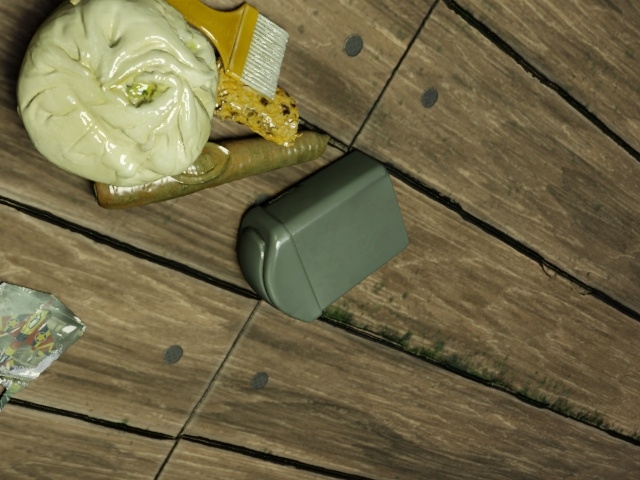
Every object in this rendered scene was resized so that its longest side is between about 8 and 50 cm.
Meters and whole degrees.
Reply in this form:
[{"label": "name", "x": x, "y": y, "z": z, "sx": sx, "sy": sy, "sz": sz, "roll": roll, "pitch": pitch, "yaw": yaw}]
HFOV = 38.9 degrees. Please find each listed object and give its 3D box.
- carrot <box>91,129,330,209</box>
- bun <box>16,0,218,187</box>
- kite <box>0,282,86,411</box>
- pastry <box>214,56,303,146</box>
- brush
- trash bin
[{"label": "carrot", "x": -0.125, "y": -0.101, "z": 1.160, "sx": 0.342, "sy": 0.070, "sz": 0.070, "roll": -16, "pitch": 122, "yaw": -28}, {"label": "bun", "x": -0.213, "y": -0.165, "z": 0.989, "sx": 0.229, "sy": 0.145, "sz": 0.229, "roll": -7, "pitch": 104, "yaw": -28}, {"label": "kite", "x": -0.411, "y": 0.167, "z": 1.143, "sx": 0.245, "sy": 0.015, "sz": 0.141, "roll": -53, "pitch": 130, "yaw": -3}, {"label": "pastry", "x": -0.085, "y": -0.174, "z": 1.137, "sx": 0.140, "sy": 0.056, "sz": 0.080, "roll": 20, "pitch": 60, "yaw": -38}, {"label": "brush", "x": -0.149, "y": -0.269, "z": 1.058, "sx": 0.272, "sy": 0.013, "sz": 0.103, "roll": 27, "pitch": 64, "yaw": -35}, {"label": "trash bin", "x": 0.000, "y": 0.000, "z": 1.277, "sx": 0.236, "sy": 0.101, "sz": 0.176, "roll": -34, "pitch": 127, "yaw": -17}]
